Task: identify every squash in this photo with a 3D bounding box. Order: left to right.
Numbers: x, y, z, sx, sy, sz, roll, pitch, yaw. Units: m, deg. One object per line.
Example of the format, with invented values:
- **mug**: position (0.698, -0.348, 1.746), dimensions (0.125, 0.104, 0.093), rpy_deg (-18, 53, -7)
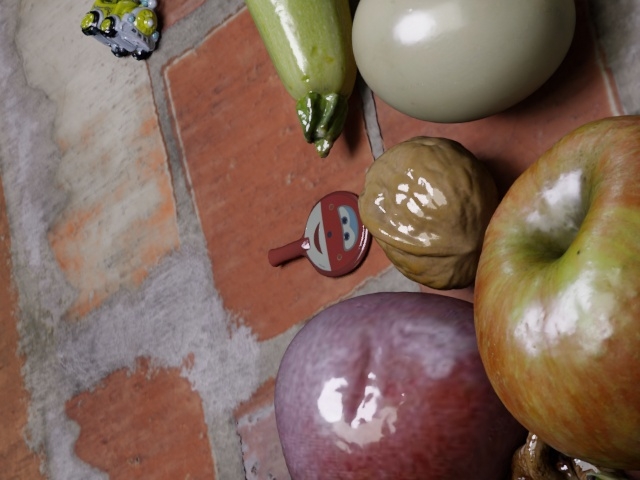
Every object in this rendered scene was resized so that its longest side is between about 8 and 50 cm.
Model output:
- **squash**: position (-0.007, -0.238, 2.014), dimensions (0.137, 0.137, 0.287), rpy_deg (-29, 79, 40)

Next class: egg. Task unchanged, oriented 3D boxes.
- **egg**: position (0.144, -0.212, 1.781), dimensions (0.241, 0.186, 0.186), rpy_deg (-7, 79, 35)

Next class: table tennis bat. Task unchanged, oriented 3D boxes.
- **table tennis bat**: position (0.000, 0.000, 2.022), dimensions (0.154, 0.019, 0.098), rpy_deg (-21, 70, 39)

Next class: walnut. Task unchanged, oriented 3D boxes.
- **walnut**: position (0.114, -0.031, 1.819), dimensions (0.166, 0.149, 0.166), rpy_deg (169, 90, -68)

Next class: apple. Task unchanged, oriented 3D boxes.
- **apple**: position (0.284, 0.053, 1.580), dimensions (0.277, 0.250, 0.309), rpy_deg (5, 67, 61)

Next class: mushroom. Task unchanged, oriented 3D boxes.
- **mushroom**: position (0.236, 0.231, 1.676), dimensions (0.135, 0.080, 0.170), rpy_deg (4, 128, 37)

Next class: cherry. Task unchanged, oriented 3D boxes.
- **cherry**: position (0.085, 0.174, 1.772), dimensions (0.307, 0.221, 0.261), rpy_deg (-20, 68, 25)

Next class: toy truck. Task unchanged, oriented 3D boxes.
- **toy truck**: position (-0.251, -0.282, 2.282), dimensions (0.111, 0.076, 0.077), rpy_deg (12, 73, 45)

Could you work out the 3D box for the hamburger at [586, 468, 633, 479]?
- **hamburger**: position (0.294, 0.350, 1.556), dimensions (0.211, 0.132, 0.309), rpy_deg (24, 125, 30)
